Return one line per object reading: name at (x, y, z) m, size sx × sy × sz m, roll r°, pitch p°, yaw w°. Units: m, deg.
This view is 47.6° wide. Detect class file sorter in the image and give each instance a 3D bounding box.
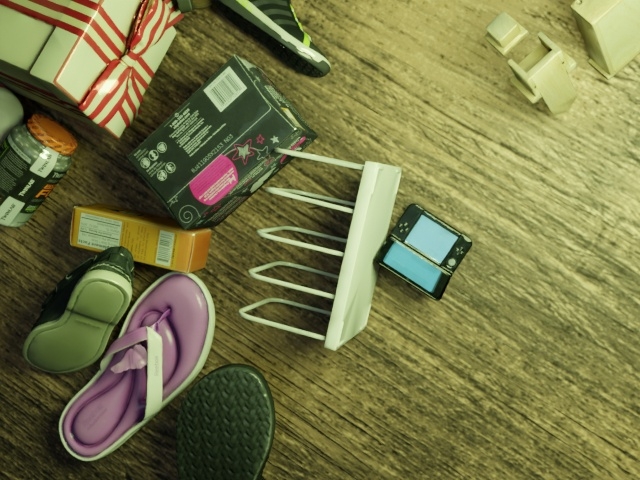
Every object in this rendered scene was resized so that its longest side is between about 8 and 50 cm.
file sorter at (0.000, 0.000, 1.141) m, size 0.173 × 0.193 × 0.277 m, roll 15°, pitch 97°, yaw 15°

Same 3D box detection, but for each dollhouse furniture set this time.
dollhouse furniture set at (0.334, -0.411, 1.099) m, size 0.303 × 0.174 × 0.355 m, roll -43°, pitch 59°, yaw 13°

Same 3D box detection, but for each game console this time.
game console at (0.167, 0.016, 1.155) m, size 0.122 × 0.071 × 0.107 m, roll 33°, pitch 101°, yaw 2°

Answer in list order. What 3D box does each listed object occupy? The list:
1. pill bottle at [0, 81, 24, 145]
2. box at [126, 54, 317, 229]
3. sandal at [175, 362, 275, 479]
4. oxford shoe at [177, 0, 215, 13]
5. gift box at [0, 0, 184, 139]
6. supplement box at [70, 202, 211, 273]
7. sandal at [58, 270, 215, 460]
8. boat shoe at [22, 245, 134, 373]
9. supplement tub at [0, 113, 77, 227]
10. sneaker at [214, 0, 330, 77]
pill bottle at (-0.678, -0.278, 1.292) m, size 0.283 × 0.160 × 0.160 m, roll 42°, pitch 102°, yaw 18°
box at (-0.158, -0.155, 1.193) m, size 0.247 × 0.142 × 0.163 m, roll -40°, pitch 83°, yaw 12°
sandal at (-0.164, 0.401, 1.267) m, size 0.168 × 0.107 × 0.445 m, roll 12°, pitch 109°, yaw 12°
oxford shoe at (-0.212, -0.502, 1.222) m, size 0.096 × 0.083 × 0.227 m, roll -11°, pitch 93°, yaw -2°
gift box at (-0.388, -0.334, 1.187) m, size 0.258 × 0.276 × 0.255 m, roll 24°, pitch 86°, yaw 15°
supplement box at (-0.317, -0.006, 1.276) m, size 0.234 × 0.078 × 0.080 m, roll 15°, pitch 100°, yaw 13°
sandal at (-0.329, 0.241, 1.283) m, size 0.169 × 0.102 × 0.416 m, roll 37°, pitch 101°, yaw 9°
boat shoe at (-0.423, 0.121, 1.284) m, size 0.127 × 0.113 × 0.340 m, roll 24°, pitch 133°, yaw -20°
supplement tub at (-0.529, -0.126, 1.299) m, size 0.117 × 0.117 × 0.190 m, roll 45°, pitch 103°, yaw 7°
sneaker at (-0.065, -0.366, 1.183) m, size 0.235 × 0.084 × 0.097 m, roll 38°, pitch 82°, yaw -1°
